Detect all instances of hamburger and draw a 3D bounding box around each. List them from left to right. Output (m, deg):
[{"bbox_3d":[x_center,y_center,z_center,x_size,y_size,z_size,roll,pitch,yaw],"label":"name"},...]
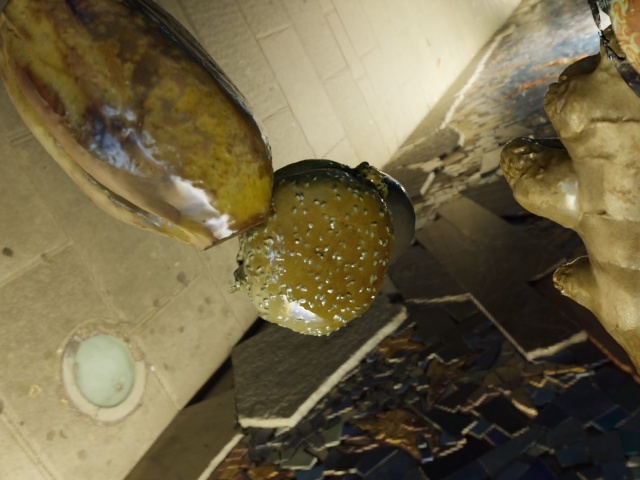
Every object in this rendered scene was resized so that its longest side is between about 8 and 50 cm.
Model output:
[{"bbox_3d":[0.000,0.000,0.747,0.190,0.122,0.215,19,98,-28],"label":"hamburger"}]

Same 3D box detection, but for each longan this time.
[{"bbox_3d":[0.055,-0.028,0.948,0.189,0.189,0.189,32,49,-47],"label":"longan"}]

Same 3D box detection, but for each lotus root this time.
[{"bbox_3d":[-0.164,-0.108,0.571,0.291,0.193,0.193,45,36,-6],"label":"lotus root"}]

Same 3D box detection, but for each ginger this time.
[{"bbox_3d":[0.305,-0.024,0.638,0.166,0.237,0.375,-70,165,-73],"label":"ginger"}]

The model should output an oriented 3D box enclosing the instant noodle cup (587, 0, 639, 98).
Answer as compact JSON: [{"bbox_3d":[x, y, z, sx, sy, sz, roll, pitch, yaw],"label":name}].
[{"bbox_3d":[0.290,-0.182,0.377,0.230,0.182,0.230,4,81,-29],"label":"instant noodle cup"}]
